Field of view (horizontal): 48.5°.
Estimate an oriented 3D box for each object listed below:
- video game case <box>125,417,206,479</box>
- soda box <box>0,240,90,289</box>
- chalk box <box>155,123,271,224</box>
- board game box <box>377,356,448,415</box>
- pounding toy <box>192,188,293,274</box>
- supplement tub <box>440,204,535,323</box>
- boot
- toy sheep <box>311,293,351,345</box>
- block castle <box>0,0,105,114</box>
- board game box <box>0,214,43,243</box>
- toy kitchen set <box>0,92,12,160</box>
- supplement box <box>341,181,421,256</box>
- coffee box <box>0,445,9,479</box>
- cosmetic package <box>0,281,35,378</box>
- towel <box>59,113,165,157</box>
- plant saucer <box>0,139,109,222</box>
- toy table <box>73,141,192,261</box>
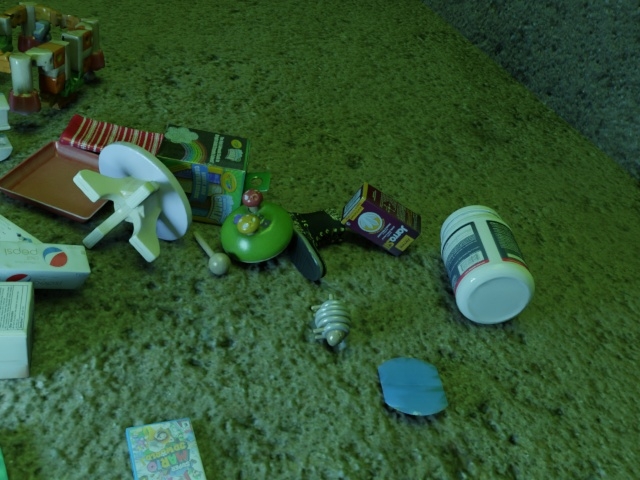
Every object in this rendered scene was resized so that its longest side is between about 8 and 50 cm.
[{"bbox_3d":[-0.273,0.395,1.262,0.119,0.015,0.166,-4,41,-24],"label":"video game case"},{"bbox_3d":[-0.593,0.052,1.463,0.216,0.069,0.074,5,50,-41],"label":"soda box"},{"bbox_3d":[-0.277,-0.163,1.850,0.289,0.179,0.180,11,36,-7],"label":"chalk box"},{"bbox_3d":[0.192,0.318,1.510,0.133,0.033,0.169,2,33,-8],"label":"board game box"},{"bbox_3d":[-0.187,-0.039,1.713,0.237,0.110,0.183,-26,51,-12],"label":"pounding toy"},{"bbox_3d":[0.411,0.057,1.789,0.191,0.191,0.272,7,38,-10],"label":"supplement tub"},{"bbox_3d":[0.000,-0.002,1.815,0.178,0.085,0.236,-9,44,-33],"label":"boot"},{"bbox_3d":[0.026,0.176,1.593,0.091,0.091,0.132,4,57,-15],"label":"toy sheep"},{"bbox_3d":[-0.860,-0.526,2.096,0.303,0.213,0.453,15,34,6],"label":"block castle"},{"bbox_3d":[-0.729,0.011,1.486,0.305,0.053,0.193,36,36,-7],"label":"board game box"},{"bbox_3d":[-0.909,-0.293,1.805,0.207,0.166,0.122,-13,45,-33],"label":"toy kitchen set"},{"bbox_3d":[0.161,-0.055,1.873,0.188,0.104,0.081,31,36,-14],"label":"supplement box"},{"bbox_3d":[-0.569,0.384,1.151,0.113,0.040,0.184,-12,44,-30],"label":"coffee box"},{"bbox_3d":[-0.692,0.168,1.316,0.296,0.129,0.153,2,40,-17],"label":"cosmetic package"},{"bbox_3d":[-0.571,-0.283,1.983,0.275,0.031,0.199,12,26,-11],"label":"towel"},{"bbox_3d":[-0.639,-0.144,1.807,0.259,0.048,0.258,19,37,7],"label":"plant saucer"},{"bbox_3d":[-0.442,-0.086,1.658,0.274,0.252,0.161,40,33,-4],"label":"toy table"}]
